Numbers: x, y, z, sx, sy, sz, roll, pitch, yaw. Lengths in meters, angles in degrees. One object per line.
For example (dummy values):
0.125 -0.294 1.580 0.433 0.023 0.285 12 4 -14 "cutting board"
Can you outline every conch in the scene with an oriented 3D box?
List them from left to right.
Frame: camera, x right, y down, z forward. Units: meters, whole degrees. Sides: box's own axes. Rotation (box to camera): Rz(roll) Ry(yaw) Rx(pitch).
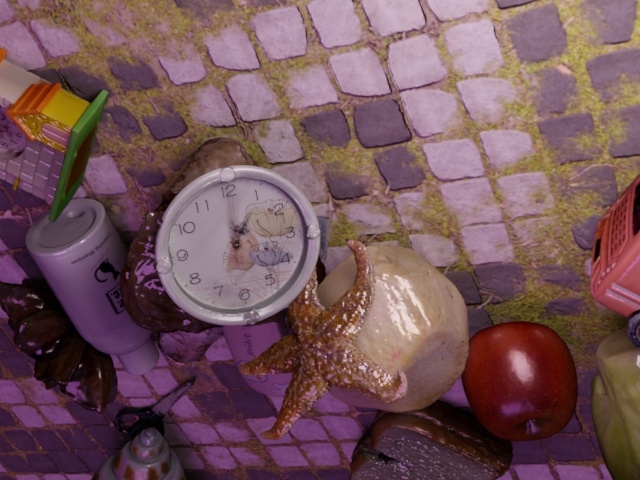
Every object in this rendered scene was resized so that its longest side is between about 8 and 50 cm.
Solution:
-0.372 0.539 2.115 0.249 0.197 0.368 0 150 -27 "conch"

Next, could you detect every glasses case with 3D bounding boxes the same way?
-0.106 0.168 1.743 0.113 0.075 0.297 3 132 21 "glasses case"

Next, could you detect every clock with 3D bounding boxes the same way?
-0.484 -0.178 1.532 0.255 0.106 0.220 26 136 -4 "clock"
-0.118 0.005 1.395 0.236 0.053 0.236 -5 108 -16 "clock"

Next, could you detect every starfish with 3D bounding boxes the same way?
-0.015 0.149 1.427 0.302 0.299 0.060 -45 150 20 "starfish"

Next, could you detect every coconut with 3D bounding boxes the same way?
0.099 0.131 1.538 0.259 0.259 0.259 11 135 11 "coconut"

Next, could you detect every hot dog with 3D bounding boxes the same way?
-0.239 0.161 1.802 0.108 0.059 0.191 37 140 -4 "hot dog"

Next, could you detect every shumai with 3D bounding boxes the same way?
-0.136 0.039 1.508 0.283 0.217 0.346 33 113 -4 "shumai"

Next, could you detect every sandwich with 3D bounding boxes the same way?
0.194 0.405 1.847 0.249 0.095 0.273 25 137 1 "sandwich"

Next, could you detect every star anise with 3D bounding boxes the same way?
-0.473 0.182 1.807 0.108 0.315 0.315 -43 114 -1 "star anise"

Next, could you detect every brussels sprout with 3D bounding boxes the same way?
0.550 0.267 1.451 0.355 0.281 0.289 50 147 -7 "brussels sprout"

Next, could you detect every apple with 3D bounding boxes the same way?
0.310 0.218 1.557 0.181 0.168 0.181 -3 146 -2 "apple"

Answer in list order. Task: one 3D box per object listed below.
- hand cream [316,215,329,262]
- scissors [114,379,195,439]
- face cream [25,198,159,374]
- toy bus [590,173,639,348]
0.000 0.000 1.585 0.030 0.019 0.093 9 132 13 "hand cream"
-0.328 0.347 2.037 0.109 0.022 0.300 33 136 -16 "scissors"
-0.367 0.110 1.739 0.145 0.145 0.370 -3 132 23 "face cream"
0.584 0.058 1.295 0.427 0.203 0.233 26 131 -1 "toy bus"
